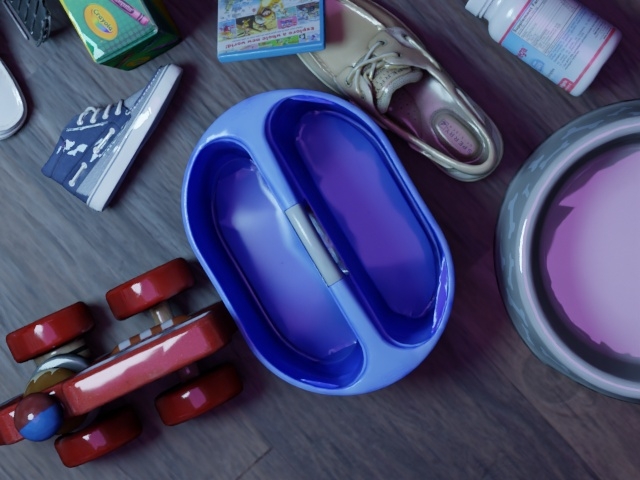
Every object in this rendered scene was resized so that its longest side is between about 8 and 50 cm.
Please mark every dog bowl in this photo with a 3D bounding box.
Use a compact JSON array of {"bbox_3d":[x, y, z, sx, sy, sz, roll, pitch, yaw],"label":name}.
[{"bbox_3d":[0.364,0.016,1.873,0.349,0.102,0.349,0,92,4],"label":"dog bowl"}]

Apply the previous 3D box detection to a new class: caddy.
[{"bbox_3d":[0.000,0.000,1.862,0.241,0.179,0.341,-31,90,6],"label":"caddy"}]

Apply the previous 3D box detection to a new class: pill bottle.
[{"bbox_3d":[0.241,-0.235,1.877,0.160,0.087,0.087,35,95,3],"label":"pill bottle"}]

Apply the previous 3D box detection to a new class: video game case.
[{"bbox_3d":[-0.054,-0.276,1.892,0.119,0.015,0.166,-6,64,11],"label":"video game case"}]

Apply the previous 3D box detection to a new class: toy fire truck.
[{"bbox_3d":[-0.229,0.142,1.848,0.302,0.254,0.169,-24,90,5],"label":"toy fire truck"}]

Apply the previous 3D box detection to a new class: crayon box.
[{"bbox_3d":[-0.261,-0.325,1.873,0.081,0.165,0.278,-29,91,5],"label":"crayon box"}]

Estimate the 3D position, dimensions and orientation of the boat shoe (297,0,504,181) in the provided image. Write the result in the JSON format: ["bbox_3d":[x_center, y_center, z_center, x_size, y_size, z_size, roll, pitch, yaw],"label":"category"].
[{"bbox_3d":[0.078,-0.178,1.885,0.302,0.098,0.109,42,95,4],"label":"boat shoe"}]

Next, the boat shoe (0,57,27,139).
[{"bbox_3d":[-0.423,-0.223,1.894,0.277,0.096,0.098,49,69,-17],"label":"boat shoe"}]

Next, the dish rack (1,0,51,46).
[{"bbox_3d":[-0.388,-0.326,1.870,0.074,0.208,0.271,-34,91,-12],"label":"dish rack"}]

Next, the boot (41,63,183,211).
[{"bbox_3d":[-0.234,-0.131,1.927,0.086,0.069,0.190,32,96,0],"label":"boot"}]
